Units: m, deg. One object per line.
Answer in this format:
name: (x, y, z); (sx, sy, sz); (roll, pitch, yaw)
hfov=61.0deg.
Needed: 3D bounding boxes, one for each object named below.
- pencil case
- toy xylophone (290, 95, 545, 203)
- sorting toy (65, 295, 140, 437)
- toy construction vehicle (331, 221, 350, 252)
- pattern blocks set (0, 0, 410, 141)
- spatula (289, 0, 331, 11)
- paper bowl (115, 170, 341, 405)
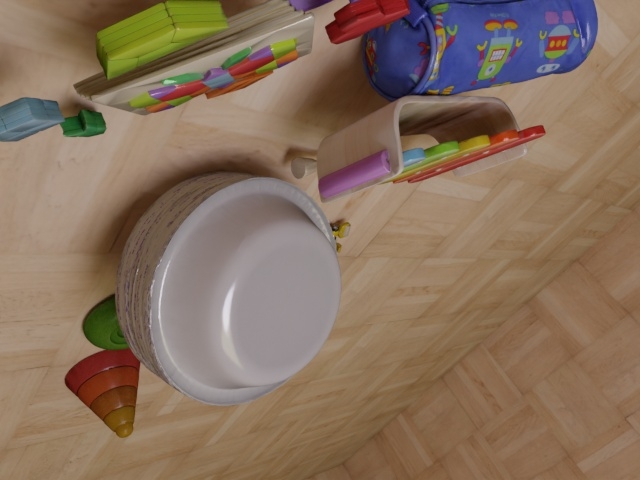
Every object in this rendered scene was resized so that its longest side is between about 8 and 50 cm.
pencil case: (0.201, -0.247, 0.650); (0.306, 0.119, 0.133); (-18, 147, -26)
toy xylophone: (0.112, -0.110, 0.686); (0.323, 0.081, 0.236); (-15, 178, -37)
sorting toy: (-0.271, 0.172, 0.796); (0.127, 0.126, 0.365); (-4, 140, -42)
toy construction vehicle: (0.000, 0.000, 0.913); (0.098, 0.035, 0.085); (-18, 136, -31)
pattern blocks set: (-0.087, -0.143, 0.444); (0.325, 0.026, 0.285); (-18, -171, 16)
spatula: (0.084, -0.289, 0.563); (0.296, 0.030, 0.084); (-19, 148, -26)
paper bowl: (-0.086, 0.062, 0.666); (0.284, 0.148, 0.284); (-13, 109, -43)
